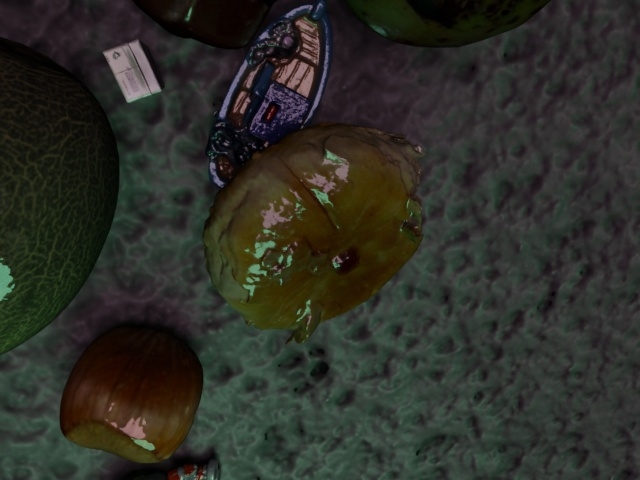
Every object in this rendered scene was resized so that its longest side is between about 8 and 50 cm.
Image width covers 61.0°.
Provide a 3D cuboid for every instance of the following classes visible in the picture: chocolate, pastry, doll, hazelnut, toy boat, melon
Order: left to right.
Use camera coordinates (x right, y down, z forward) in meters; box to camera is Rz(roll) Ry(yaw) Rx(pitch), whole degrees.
[{"bbox_3d":[-0.312,-0.026,0.481,0.237,0.237,0.302,26,103,-19],"label":"melon"},{"bbox_3d":[-0.212,0.174,0.624,0.150,0.150,0.150,-4,108,-11],"label":"hazelnut"},{"bbox_3d":[-0.216,0.338,0.709,0.180,0.079,0.094,-17,135,-21],"label":"doll"},{"bbox_3d":[-0.114,-0.232,0.533,0.148,0.125,0.080,16,120,-21],"label":"chocolate"},{"bbox_3d":[-0.050,-0.150,0.577,0.100,0.097,0.223,23,102,-21],"label":"toy boat"},{"bbox_3d":[-0.002,-0.003,0.583,0.235,0.121,0.257,-17,138,-23],"label":"pastry"}]

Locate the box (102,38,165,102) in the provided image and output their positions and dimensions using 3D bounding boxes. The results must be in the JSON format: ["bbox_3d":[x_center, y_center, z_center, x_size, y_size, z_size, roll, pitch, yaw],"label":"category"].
[{"bbox_3d":[-0.179,-0.165,0.532,0.036,0.117,0.051,-24,113,-7],"label":"box"}]

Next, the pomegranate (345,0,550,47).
[{"bbox_3d":[0.110,-0.329,0.472,0.242,0.242,0.306,-16,93,-7],"label":"pomegranate"}]
